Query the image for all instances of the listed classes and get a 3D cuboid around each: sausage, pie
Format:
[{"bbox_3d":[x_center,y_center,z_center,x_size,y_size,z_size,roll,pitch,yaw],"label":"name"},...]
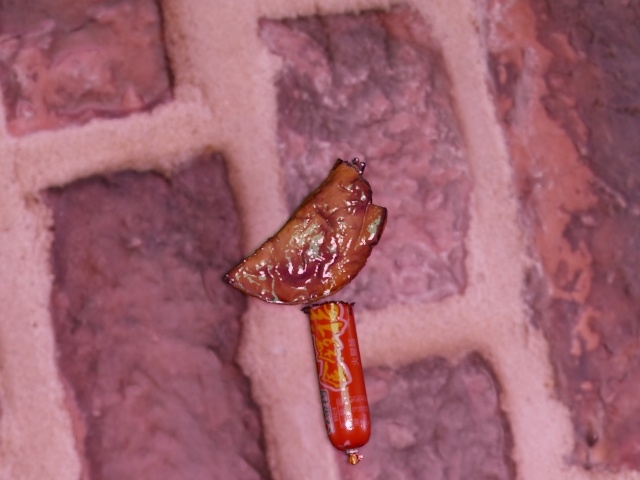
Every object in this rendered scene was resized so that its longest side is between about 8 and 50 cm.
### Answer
[{"bbox_3d":[0.017,0.127,1.531,0.050,0.048,0.145,-8,80,-3],"label":"sausage"},{"bbox_3d":[0.000,0.000,1.565,0.092,0.034,0.170,38,74,7],"label":"pie"}]
